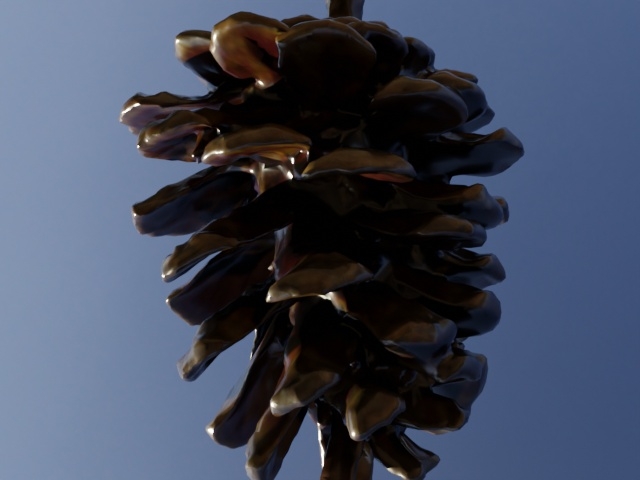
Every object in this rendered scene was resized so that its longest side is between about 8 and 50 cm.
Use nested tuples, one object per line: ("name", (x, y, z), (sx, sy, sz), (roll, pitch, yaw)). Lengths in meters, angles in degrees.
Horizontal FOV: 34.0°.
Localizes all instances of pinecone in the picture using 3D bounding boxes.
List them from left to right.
("pinecone", (0.000, 0.000, 0.611), (0.244, 0.244, 0.309), (-6, -110, 17))
